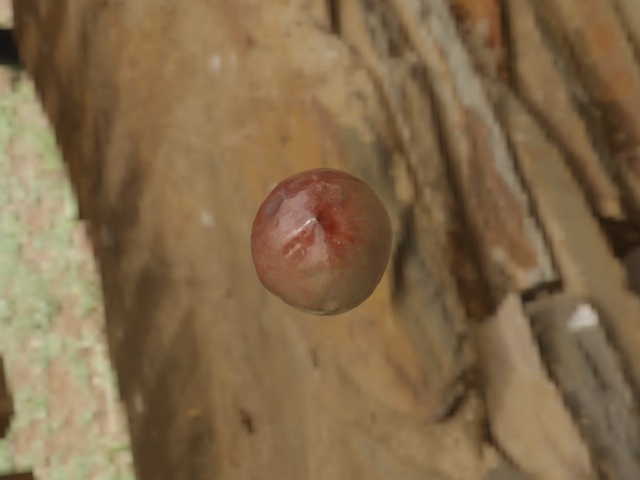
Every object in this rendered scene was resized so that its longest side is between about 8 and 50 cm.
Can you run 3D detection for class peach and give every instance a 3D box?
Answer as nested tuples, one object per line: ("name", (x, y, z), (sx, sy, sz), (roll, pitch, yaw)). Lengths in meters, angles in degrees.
("peach", (0.000, -0.001, 0.995), (0.083, 0.083, 0.083), (175, 90, -67))
